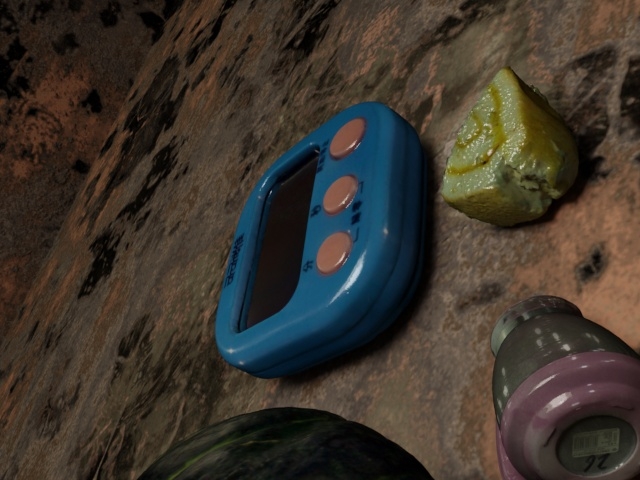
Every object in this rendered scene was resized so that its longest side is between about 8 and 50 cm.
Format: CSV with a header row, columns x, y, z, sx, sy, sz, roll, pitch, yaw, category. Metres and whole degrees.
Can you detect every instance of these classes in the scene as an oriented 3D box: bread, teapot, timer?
x,y,z,sx,sy,sz,roll,pitch,yaw,category
0.198,-0.089,0.703,0.156,0.103,0.110,-66,24,-1,bread
0.185,0.118,0.548,0.116,0.148,0.146,-13,26,5,teapot
0.000,0.000,0.912,0.309,0.115,0.339,-30,39,39,timer

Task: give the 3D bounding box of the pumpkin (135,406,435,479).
x,y,z,sx,sy,sz,roll,pitch,yaw,category
-0.002,0.257,0.456,0.241,0.323,0.323,-36,25,-14,pumpkin
